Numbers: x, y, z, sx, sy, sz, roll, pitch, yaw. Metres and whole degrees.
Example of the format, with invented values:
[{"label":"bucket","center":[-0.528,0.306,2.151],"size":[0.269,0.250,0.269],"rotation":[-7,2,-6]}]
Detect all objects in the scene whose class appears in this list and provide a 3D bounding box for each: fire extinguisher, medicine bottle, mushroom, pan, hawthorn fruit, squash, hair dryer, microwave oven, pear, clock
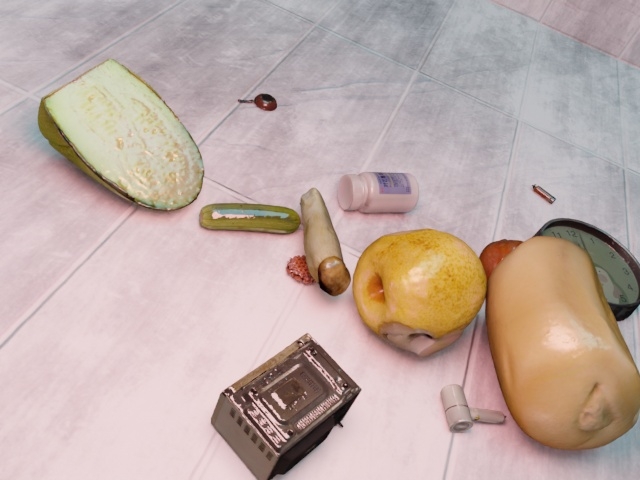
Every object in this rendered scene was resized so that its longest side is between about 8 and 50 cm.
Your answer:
[{"label":"fire extinguisher","center":[0.668,-0.142,1.857],"size":[0.083,0.022,0.028],"rotation":[42,8,21]},{"label":"medicine bottle","center":[0.145,-0.121,1.550],"size":[0.187,0.102,0.102],"rotation":[-1,48,-24]},{"label":"mushroom","center":[0.000,0.000,1.345],"size":[0.081,0.100,0.312],"rotation":[-14,37,-1]},{"label":"pan","center":[-0.176,-0.398,1.748],"size":[0.115,0.023,0.068],"rotation":[0,49,-24]},{"label":"hawthorn fruit","center":[0.460,0.078,1.458],"size":[0.149,0.149,0.189],"rotation":[-1,47,-24]},{"label":"squash","center":[-0.399,-0.201,1.324],"size":[0.309,0.210,0.233],"rotation":[34,55,18]},{"label":"hair dryer","center":[0.304,0.333,1.210],"size":[0.137,0.047,0.082],"rotation":[13,43,-19]},{"label":"microwave oven","center":[-0.055,0.278,1.047],"size":[0.163,0.129,0.205],"rotation":[42,46,21]},{"label":"pear","center":[0.205,0.092,1.256],"size":[0.271,0.271,0.271],"rotation":[12,44,-12]},{"label":"squash","center":[-0.154,-0.050,1.381],"size":[0.229,0.066,0.066],"rotation":[2,47,-20]},{"label":"clock","center":[0.704,0.068,1.629],"size":[0.319,0.066,0.318],"rotation":[12,43,-11]}]

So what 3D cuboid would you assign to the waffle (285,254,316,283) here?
[{"label":"waffle","center":[-0.036,0.062,1.342],"size":[0.083,0.029,0.075],"rotation":[28,33,7]}]

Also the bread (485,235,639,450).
[{"label":"bread","center":[0.469,0.207,1.229],"size":[0.348,0.253,0.376],"rotation":[51,25,-41]}]
